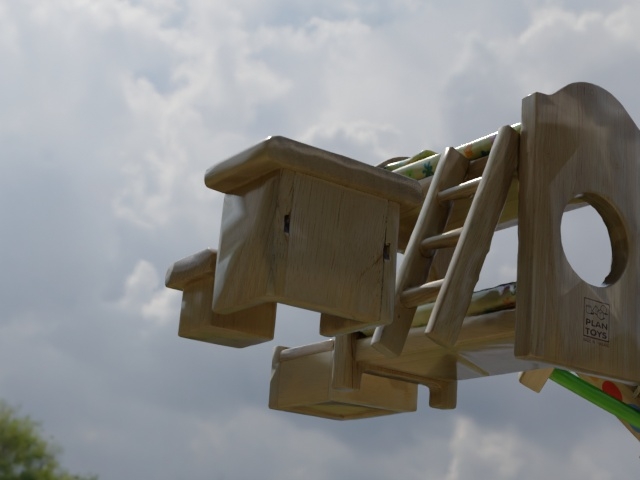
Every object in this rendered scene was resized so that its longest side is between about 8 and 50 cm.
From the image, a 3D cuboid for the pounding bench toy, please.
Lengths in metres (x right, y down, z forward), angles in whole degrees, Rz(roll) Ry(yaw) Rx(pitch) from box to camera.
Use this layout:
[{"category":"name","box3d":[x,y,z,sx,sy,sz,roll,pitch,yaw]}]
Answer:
[{"category":"pounding bench toy","box3d":[0.131,0.057,0.480,0.065,0.083,0.052,51,-28,28]}]

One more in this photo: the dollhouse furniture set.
[{"category":"dollhouse furniture set","box3d":[0.000,0.000,0.441,0.161,0.101,0.182,15,-20,-32]}]
